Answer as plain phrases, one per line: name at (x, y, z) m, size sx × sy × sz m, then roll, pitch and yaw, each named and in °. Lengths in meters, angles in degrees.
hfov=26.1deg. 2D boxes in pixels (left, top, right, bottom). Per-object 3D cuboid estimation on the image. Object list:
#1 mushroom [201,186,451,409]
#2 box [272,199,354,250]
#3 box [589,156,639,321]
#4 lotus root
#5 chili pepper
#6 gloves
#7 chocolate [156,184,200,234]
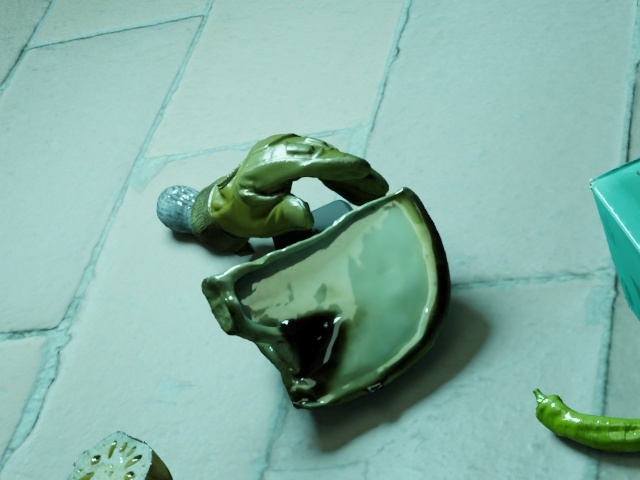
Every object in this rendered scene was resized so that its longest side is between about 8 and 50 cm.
mushroom at (0.017, 0.097, 1.742) m, size 0.292 × 0.217 × 0.212 m, roll -23°, pitch -8°, yaw -22°
box at (0.000, 0.000, 1.942) m, size 0.125 × 0.027 × 0.126 m, roll -24°, pitch 36°, yaw -2°
box at (0.416, 0.064, 1.473) m, size 0.118 × 0.205 × 0.311 m, roll -24°, pitch 37°, yaw 0°
lotus root at (-0.242, 0.302, 1.674) m, size 0.122 × 0.081 × 0.112 m, roll 18°, pitch 57°, yaw 42°
chili pepper at (0.317, 0.207, 1.500) m, size 0.208 × 0.043 × 0.049 m, roll 11°, pitch 25°, yaw 33°
gloves at (-0.049, -0.072, 1.856) m, size 0.154 × 0.141 × 0.331 m, roll -17°, pitch -3°, yaw -44°
chocolate at (-0.184, -0.038, 2.054) m, size 0.167 × 0.072 × 0.072 m, roll 23°, pitch 58°, yaw 42°
